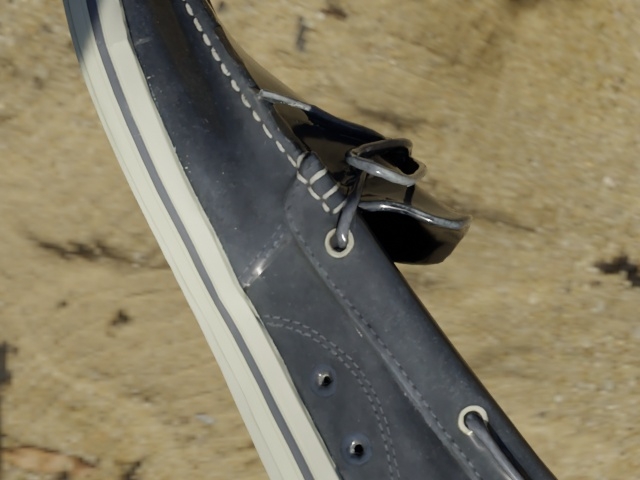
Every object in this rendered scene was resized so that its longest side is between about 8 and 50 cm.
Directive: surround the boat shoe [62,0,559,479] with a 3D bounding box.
[{"bbox_3d":[0.000,0.000,0.983,0.156,0.187,0.500,-27,82,3],"label":"boat shoe"}]
